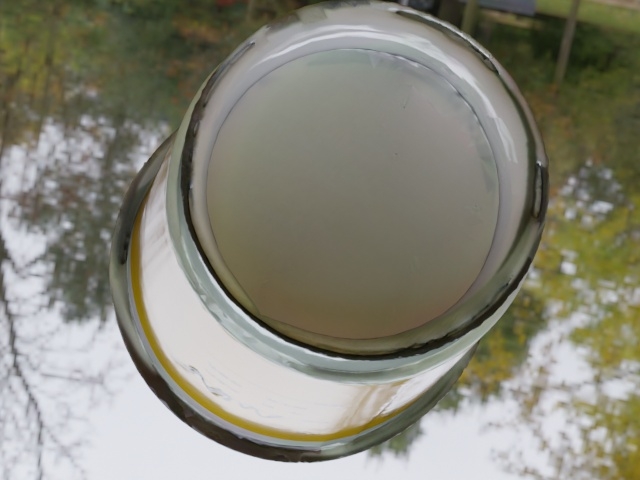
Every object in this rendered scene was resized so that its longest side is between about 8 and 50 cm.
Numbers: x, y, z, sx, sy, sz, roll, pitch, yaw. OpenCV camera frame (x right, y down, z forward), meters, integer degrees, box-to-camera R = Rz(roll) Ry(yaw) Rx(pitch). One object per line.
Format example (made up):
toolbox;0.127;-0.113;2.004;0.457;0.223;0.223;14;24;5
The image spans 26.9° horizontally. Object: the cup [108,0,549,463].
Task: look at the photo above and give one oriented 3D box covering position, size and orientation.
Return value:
cup;0.000;0.000;0.597;0.196;0.196;0.279;11;169;-4
